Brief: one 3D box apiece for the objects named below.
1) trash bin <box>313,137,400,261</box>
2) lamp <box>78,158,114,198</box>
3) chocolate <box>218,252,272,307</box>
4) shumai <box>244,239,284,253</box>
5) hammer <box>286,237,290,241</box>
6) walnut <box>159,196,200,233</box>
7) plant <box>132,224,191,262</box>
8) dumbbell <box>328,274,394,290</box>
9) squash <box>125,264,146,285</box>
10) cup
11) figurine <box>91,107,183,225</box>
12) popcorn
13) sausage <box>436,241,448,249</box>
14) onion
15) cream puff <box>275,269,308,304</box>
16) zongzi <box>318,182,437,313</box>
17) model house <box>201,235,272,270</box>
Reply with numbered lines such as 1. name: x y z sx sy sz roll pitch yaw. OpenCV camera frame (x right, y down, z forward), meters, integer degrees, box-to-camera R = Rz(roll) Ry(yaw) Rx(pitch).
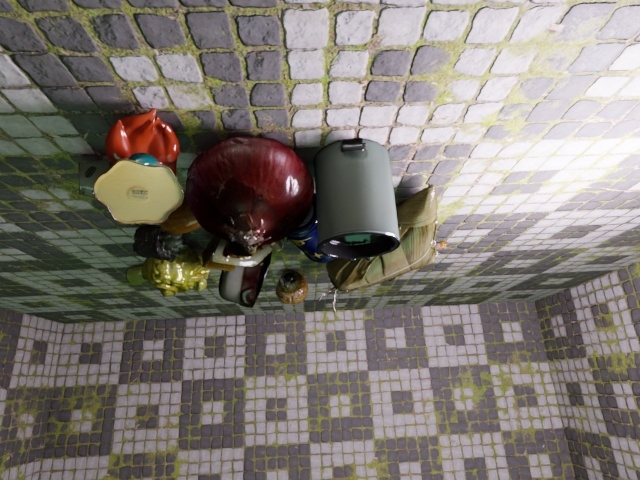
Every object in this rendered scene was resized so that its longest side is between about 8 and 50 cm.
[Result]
1. trash bin: 0.093 -0.104 1.087 0.217 0.263 0.277 -4 160 3
2. lamp: -0.518 -0.157 1.067 0.214 0.122 0.121 -2 163 -33
3. chocolate: -0.347 0.150 1.775 0.186 0.284 0.283 22 154 -13
4. shumai: -0.197 -0.043 1.357 0.152 0.162 0.210 0 133 -7
5. hammer: 0.000 0.001 1.701 0.287 0.033 0.111 5 158 -19
6. walnut: -0.442 -0.081 1.291 0.207 0.116 0.115 -17 157 21
7. plant: -0.581 0.007 1.486 0.194 0.132 0.129 -1 163 8
8. dumbbell: 0.192 0.119 1.835 0.388 0.185 0.185 -19 155 36
9. squash: -0.811 0.151 1.938 0.224 0.095 0.094 -13 159 8
10. cup: 0.009 -0.055 1.345 0.254 0.179 0.256 -12 157 15
11. figurine: -0.397 -0.174 0.911 0.180 0.257 0.208 -30 129 0
12. popcorn: -0.599 0.128 1.684 0.250 0.235 0.241 32 169 -28
13. sausage: 0.538 0.027 1.854 0.107 0.031 0.031 -15 157 31
14. onion: -0.181 -0.092 1.050 0.347 0.286 0.348 -2 141 -1
15. cream puff: -0.163 0.237 2.159 0.183 0.184 0.169 -5 148 5
16. zongzi: 0.167 0.007 1.425 0.499 0.218 0.467 -23 147 1
17. model house: -0.335 0.051 1.580 0.267 0.174 0.239 13 154 -32
